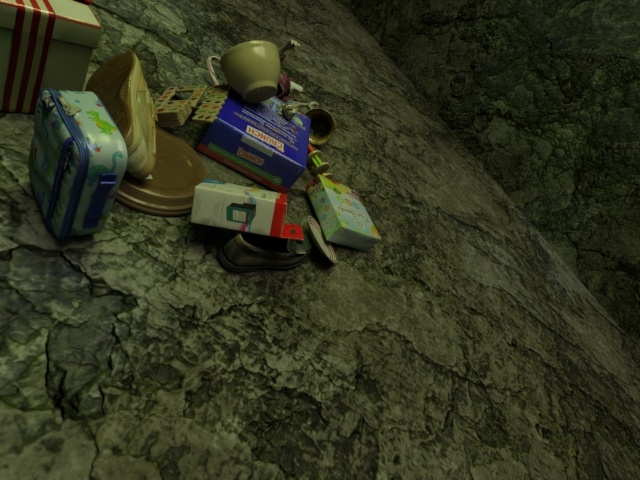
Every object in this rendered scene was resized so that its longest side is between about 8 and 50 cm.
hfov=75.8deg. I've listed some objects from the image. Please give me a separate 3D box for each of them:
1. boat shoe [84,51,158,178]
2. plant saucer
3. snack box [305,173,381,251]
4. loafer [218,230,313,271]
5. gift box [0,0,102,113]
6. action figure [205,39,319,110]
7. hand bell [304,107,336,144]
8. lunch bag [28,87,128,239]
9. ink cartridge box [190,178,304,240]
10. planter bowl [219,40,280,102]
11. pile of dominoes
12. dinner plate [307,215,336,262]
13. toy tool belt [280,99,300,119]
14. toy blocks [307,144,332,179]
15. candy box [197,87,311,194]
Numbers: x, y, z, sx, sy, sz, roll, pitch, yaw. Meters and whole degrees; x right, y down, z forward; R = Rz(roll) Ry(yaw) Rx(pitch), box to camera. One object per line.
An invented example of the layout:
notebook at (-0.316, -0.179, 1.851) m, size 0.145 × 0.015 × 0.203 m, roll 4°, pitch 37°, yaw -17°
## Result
boat shoe at (-0.412, -0.270, 0.870) m, size 0.110 × 0.122 × 0.341 m, roll 59°, pitch 13°, yaw -55°
plant saucer at (-0.372, -0.169, 0.914) m, size 0.278 × 0.041 × 0.277 m, roll 26°, pitch 38°, yaw -22°
snack box at (0.065, -0.079, 1.194) m, size 0.175 × 0.070 × 0.207 m, roll 15°, pitch 43°, yaw -43°
loafer at (-0.101, 0.011, 0.935) m, size 0.268 × 0.084 × 0.096 m, roll -10°, pitch 60°, yaw -49°
gift box at (-0.607, -0.427, 0.776) m, size 0.276 × 0.258 × 0.255 m, roll 53°, pitch 35°, yaw 14°
action figure at (-0.172, -0.540, 1.442) m, size 0.370 × 0.276 × 0.248 m, roll -34°, pitch 108°, yaw -73°
hand bell at (0.023, -0.431, 1.546) m, size 0.126 × 0.126 × 0.242 m, roll 42°, pitch 23°, yaw 1°
lunch bag at (-0.400, -0.119, 0.671) m, size 0.090 × 0.219 × 0.176 m, roll -13°, pitch 62°, yaw -49°
ink cartridge box at (-0.145, -0.067, 0.882) m, size 0.231 × 0.077 × 0.134 m, roll 10°, pitch 14°, yaw -8°
planter bowl at (-0.177, -0.441, 1.105) m, size 0.162 × 0.162 × 0.109 m, roll -13°, pitch 86°, yaw -50°
pile of dominoes at (-0.343, -0.366, 1.056) m, size 0.196 × 0.040 × 0.251 m, roll -3°, pitch 41°, yaw 5°
dinner plate at (0.000, 0.000, 1.066) m, size 0.141 × 0.017 × 0.141 m, roll 55°, pitch 11°, yaw -16°
toy tool belt at (-0.090, -0.393, 1.207) m, size 0.051 × 0.052 × 0.083 m, roll 43°, pitch 31°, yaw -16°
toy blocks at (-0.025, -0.260, 1.294) m, size 0.148 × 0.054 × 0.123 m, roll 57°, pitch -2°, yaw 21°
candy box at (-0.173, -0.312, 1.189) m, size 0.268 × 0.122 × 0.317 m, roll 28°, pitch 35°, yaw -19°
